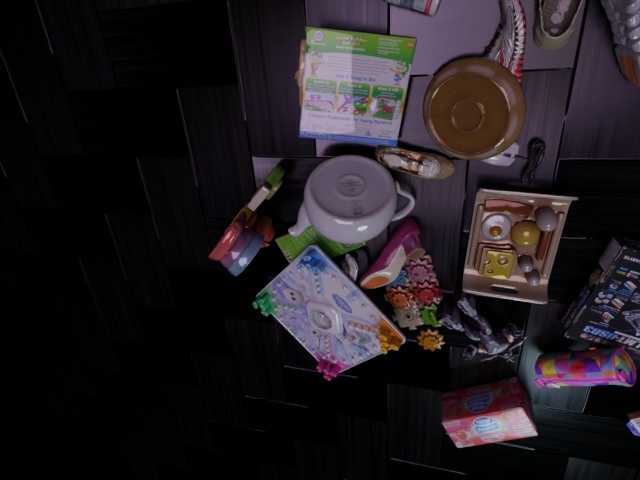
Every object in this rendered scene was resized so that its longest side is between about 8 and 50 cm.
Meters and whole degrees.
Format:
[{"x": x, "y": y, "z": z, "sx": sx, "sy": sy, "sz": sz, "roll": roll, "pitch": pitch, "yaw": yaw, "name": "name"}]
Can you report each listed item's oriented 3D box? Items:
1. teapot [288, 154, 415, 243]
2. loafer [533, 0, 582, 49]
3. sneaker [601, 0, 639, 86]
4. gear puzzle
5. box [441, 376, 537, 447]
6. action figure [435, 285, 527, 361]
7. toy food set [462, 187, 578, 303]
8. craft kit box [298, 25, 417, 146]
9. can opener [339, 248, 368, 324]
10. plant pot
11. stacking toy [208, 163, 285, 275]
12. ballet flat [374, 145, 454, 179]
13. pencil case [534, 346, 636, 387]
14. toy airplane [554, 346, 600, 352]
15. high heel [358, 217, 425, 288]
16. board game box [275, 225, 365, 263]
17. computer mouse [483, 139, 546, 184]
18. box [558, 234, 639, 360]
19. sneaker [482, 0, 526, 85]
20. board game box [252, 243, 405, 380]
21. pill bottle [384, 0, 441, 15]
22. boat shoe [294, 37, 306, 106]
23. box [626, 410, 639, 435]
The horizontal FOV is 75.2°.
[{"x": 0.081, "y": -0.085, "z": 1.083, "sx": 0.255, "sy": 0.253, "sz": 0.187, "roll": 29, "pitch": 154, "yaw": 19, "name": "teapot"}, {"x": 0.470, "y": -0.510, "z": 0.794, "sx": 0.101, "sy": 0.092, "sz": 0.269, "roll": -1, "pitch": 116, "yaw": 18, "name": "loafer"}, {"x": 0.630, "y": -0.460, "z": 0.749, "sx": 0.180, "sy": 0.125, "sz": 0.321, "roll": -27, "pitch": 127, "yaw": 21, "name": "sneaker"}, {"x": 0.290, "y": 0.207, "z": 1.258, "sx": 0.175, "sy": 0.044, "sz": 0.339, "roll": -13, "pitch": 112, "yaw": 23, "name": "gear puzzle"}, {"x": 0.524, "y": 0.543, "z": 1.311, "sx": 0.256, "sy": 0.128, "sz": 0.123, "roll": -25, "pitch": 107, "yaw": 28, "name": "box"}, {"x": 0.466, "y": 0.268, "z": 1.205, "sx": 0.285, "sy": 0.099, "sz": 0.185, "roll": 40, "pitch": 115, "yaw": -9, "name": "action figure"}, {"x": 0.496, "y": 0.016, "z": 1.063, "sx": 0.219, "sy": 0.092, "sz": 0.307, "roll": 7, "pitch": 118, "yaw": 14, "name": "toy food set"}, {"x": 0.079, "y": -0.361, "z": 0.988, "sx": 0.249, "sy": 0.061, "sz": 0.247, "roll": 6, "pitch": 122, "yaw": -3, "name": "craft kit box"}, {"x": 0.091, "y": 0.157, "z": 1.272, "sx": 0.093, "sy": 0.074, "sz": 0.281, "roll": -6, "pitch": 128, "yaw": -22, "name": "can opener"}, {"x": 0.334, "y": -0.286, "z": 0.940, "sx": 0.236, "sy": 0.032, "sz": 0.237, "roll": 26, "pitch": 137, "yaw": 28, "name": "plant pot"}, {"x": -0.159, "y": -0.050, "z": 1.143, "sx": 0.130, "sy": 0.309, "sz": 0.279, "roll": 38, "pitch": 112, "yaw": -13, "name": "stacking toy"}, {"x": 0.235, "y": -0.192, "z": 1.052, "sx": 0.206, "sy": 0.067, "sz": 0.073, "roll": 15, "pitch": 118, "yaw": 10, "name": "ballet flat"}, {"x": 0.703, "y": 0.349, "z": 1.121, "sx": 0.104, "sy": 0.104, "sz": 0.236, "roll": 43, "pitch": 144, "yaw": -7, "name": "pencil case"}, {"x": 0.761, "y": 0.349, "z": 1.189, "sx": 0.151, "sy": 0.028, "sz": 0.151, "roll": 8, "pitch": 118, "yaw": 15, "name": "toy airplane"}, {"x": 0.189, "y": 0.041, "z": 1.179, "sx": 0.082, "sy": 0.117, "sz": 0.244, "roll": 18, "pitch": 135, "yaw": -28, "name": "high heel"}, {"x": 0.000, "y": 0.000, "z": 1.250, "sx": 0.259, "sy": 0.039, "sz": 0.124, "roll": -21, "pitch": 108, "yaw": 28, "name": "board game box"}, {"x": 0.432, "y": -0.208, "z": 0.995, "sx": 0.192, "sy": 0.042, "sz": 0.106, "roll": 19, "pitch": 122, "yaw": 8, "name": "computer mouse"}, {"x": 0.822, "y": 0.164, "z": 1.046, "sx": 0.295, "sy": 0.073, "sz": 0.294, "roll": 17, "pitch": 122, "yaw": 8, "name": "box"}, {"x": 0.384, "y": -0.399, "z": 0.885, "sx": 0.092, "sy": 0.088, "sz": 0.226, "roll": 5, "pitch": 116, "yaw": 21, "name": "sneaker"}, {"x": 0.003, "y": 0.248, "z": 1.300, "sx": 0.390, "sy": 0.050, "sz": 0.390, "roll": 45, "pitch": 134, "yaw": -2, "name": "board game box"}, {"x": 0.173, "y": -0.548, "z": 0.862, "sx": 0.180, "sy": 0.108, "sz": 0.108, "roll": 22, "pitch": 121, "yaw": 6, "name": "pill bottle"}, {"x": -0.033, "y": -0.413, "z": 1.034, "sx": 0.059, "sy": 0.063, "sz": 0.170, "roll": 24, "pitch": 122, "yaw": 19, "name": "boat shoe"}, {"x": 0.976, "y": 0.528, "z": 1.215, "sx": 0.136, "sy": 0.028, "sz": 0.081, "roll": -33, "pitch": 103, "yaw": 32, "name": "box"}]
